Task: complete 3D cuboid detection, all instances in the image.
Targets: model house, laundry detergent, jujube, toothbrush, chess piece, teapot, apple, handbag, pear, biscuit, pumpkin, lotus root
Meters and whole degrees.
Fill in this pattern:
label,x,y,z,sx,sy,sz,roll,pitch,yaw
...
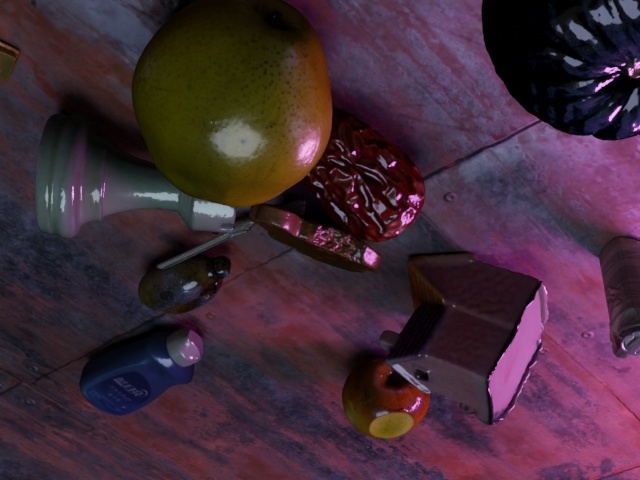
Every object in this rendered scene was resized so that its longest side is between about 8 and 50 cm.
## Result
label,x,y,z,sx,sy,sz,roll,pitch,yaw
model house,0.241,0.169,1.804,0.237,0.237,0.202,20,150,25
laundry detergent,-0.340,0.255,2.053,0.290,0.094,0.143,-27,125,32
jujube,0.053,-0.102,1.576,0.230,0.155,0.155,38,129,-23
toothbrush,-0.154,-0.009,1.760,0.294,0.028,0.026,-20,156,16
chess piece,-0.277,-0.086,1.601,0.299,0.194,0.194,7,138,-7
teapot,0.505,0.102,1.710,0.077,0.200,0.107,17,135,-13
apple,0.123,0.308,2.024,0.163,0.146,0.147,0,133,-14
handbag,-0.493,-0.273,1.531,0.083,0.027,0.061,23,135,-20
pear,-0.114,-0.193,1.404,0.294,0.294,0.294,3,138,3
biscuit,-0.008,-0.004,1.659,0.183,0.047,0.320,10,171,38
pumpkin,0.375,-0.286,1.247,0.363,0.266,0.363,0,139,0
lotus root,-0.237,0.073,1.845,0.192,0.088,0.113,-26,146,30

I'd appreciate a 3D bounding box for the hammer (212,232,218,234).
label,x,y,z,sx,sy,sz,roll,pitch,yaw
hammer,-0.147,-0.112,1.678,0.058,0.029,0.292,17,135,-16
